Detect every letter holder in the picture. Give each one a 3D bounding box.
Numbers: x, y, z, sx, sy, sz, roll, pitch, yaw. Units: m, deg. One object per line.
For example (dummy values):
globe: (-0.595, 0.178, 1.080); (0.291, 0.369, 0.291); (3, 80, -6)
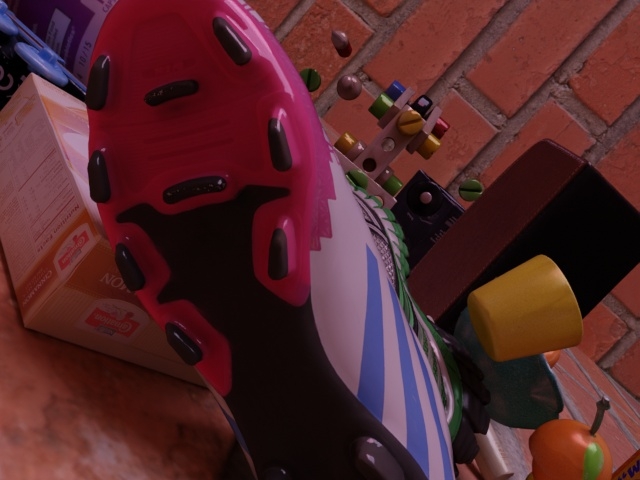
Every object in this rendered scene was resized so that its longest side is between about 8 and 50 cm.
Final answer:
letter holder: (0.227, 0.025, 0.988); (0.152, 0.302, 0.214); (37, 12, -23)

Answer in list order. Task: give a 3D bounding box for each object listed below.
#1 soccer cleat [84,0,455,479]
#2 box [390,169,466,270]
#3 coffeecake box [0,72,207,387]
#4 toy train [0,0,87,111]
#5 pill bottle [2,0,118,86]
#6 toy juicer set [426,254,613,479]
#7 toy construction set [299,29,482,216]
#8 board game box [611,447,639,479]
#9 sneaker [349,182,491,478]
soccer cleat: (-0.019, 0.028, 0.414); (0.143, 0.116, 0.331); (-50, 120, -72)
box: (0.177, -0.014, 1.342); (0.093, 0.158, 0.156); (35, 13, -29)
coffeecake box: (-0.126, -0.007, 0.495); (0.142, 0.068, 0.185); (32, 16, -45)
toy train: (-0.246, -0.140, 0.571); (0.184, 0.080, 0.105); (41, 5, -3)
pill bottle: (-0.236, -0.239, 0.711); (0.301, 0.169, 0.169); (37, 9, 14)
toy juicer set: (0.176, 0.137, 0.665); (0.329, 0.090, 0.209); (97, -27, -79)
toy construction set: (0.066, -0.156, 1.124); (0.237, 0.257, 0.308); (-30, 97, -83)
board game box: (0.536, 0.332, 0.732); (0.356, 0.356, 0.356); (42, 11, -1)
sneaker: (0.005, 0.032, 0.631); (0.146, 0.134, 0.343); (32, 15, -39)
